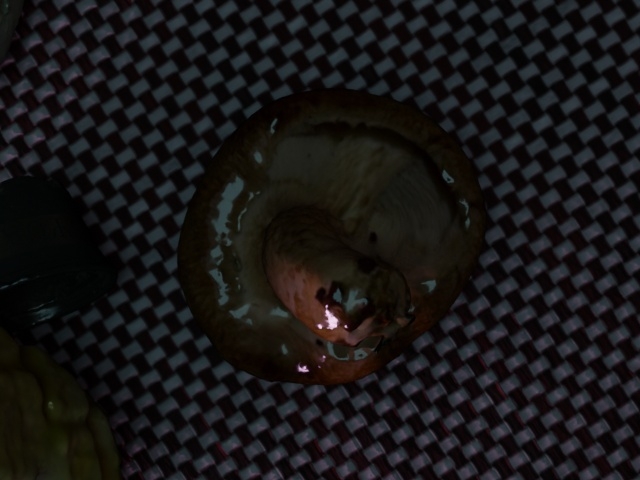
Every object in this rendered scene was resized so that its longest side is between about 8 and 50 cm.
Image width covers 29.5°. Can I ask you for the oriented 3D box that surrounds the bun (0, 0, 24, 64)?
[{"bbox_3d":[-0.412,-0.249,1.064,0.293,0.187,0.293,0,91,0],"label":"bun"}]

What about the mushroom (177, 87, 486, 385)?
[{"bbox_3d":[0.010,-0.013,1.049,0.267,0.254,0.267,4,66,-9],"label":"mushroom"}]

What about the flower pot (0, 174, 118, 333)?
[{"bbox_3d":[-0.271,0.011,1.081,0.157,0.157,0.107,-23,79,2],"label":"flower pot"}]

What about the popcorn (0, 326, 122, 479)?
[{"bbox_3d":[-0.339,0.204,1.024,0.292,0.293,0.334,32,119,36],"label":"popcorn"}]
